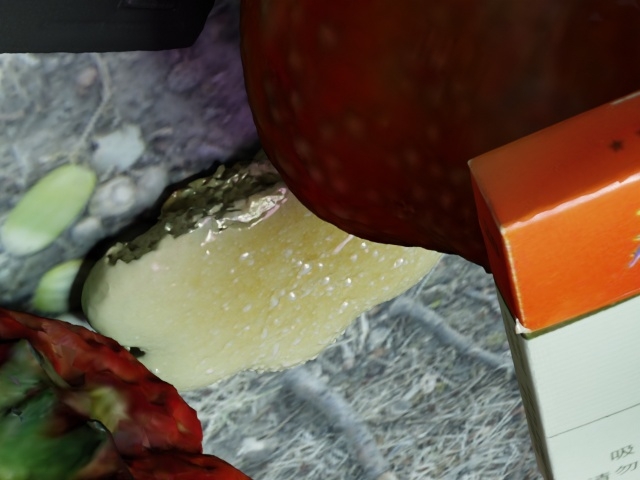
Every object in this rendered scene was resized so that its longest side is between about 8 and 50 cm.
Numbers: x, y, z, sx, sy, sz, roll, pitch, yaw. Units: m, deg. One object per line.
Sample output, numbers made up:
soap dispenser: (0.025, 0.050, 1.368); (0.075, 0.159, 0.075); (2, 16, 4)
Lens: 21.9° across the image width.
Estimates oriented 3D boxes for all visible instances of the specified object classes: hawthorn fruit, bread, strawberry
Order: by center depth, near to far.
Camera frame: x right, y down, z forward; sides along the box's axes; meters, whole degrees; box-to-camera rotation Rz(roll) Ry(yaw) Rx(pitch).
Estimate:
hawthorn fruit: (0.118, -0.139, 0.678); (0.287, 0.287, 0.330); (-3, 112, -38)
strawberry: (-0.146, 0.166, 0.793); (0.238, 0.250, 0.288); (-38, 170, -11)
bread: (0.000, 0.000, 0.891); (0.251, 0.039, 0.182); (-35, 144, -5)

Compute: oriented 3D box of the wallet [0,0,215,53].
wallet: (-0.066, -0.177, 0.654); (0.124, 0.025, 0.244); (-5, 133, -37)

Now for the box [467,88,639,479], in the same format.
box: (0.134, 0.021, 0.599); (0.139, 0.035, 0.245); (-22, 149, -1)
